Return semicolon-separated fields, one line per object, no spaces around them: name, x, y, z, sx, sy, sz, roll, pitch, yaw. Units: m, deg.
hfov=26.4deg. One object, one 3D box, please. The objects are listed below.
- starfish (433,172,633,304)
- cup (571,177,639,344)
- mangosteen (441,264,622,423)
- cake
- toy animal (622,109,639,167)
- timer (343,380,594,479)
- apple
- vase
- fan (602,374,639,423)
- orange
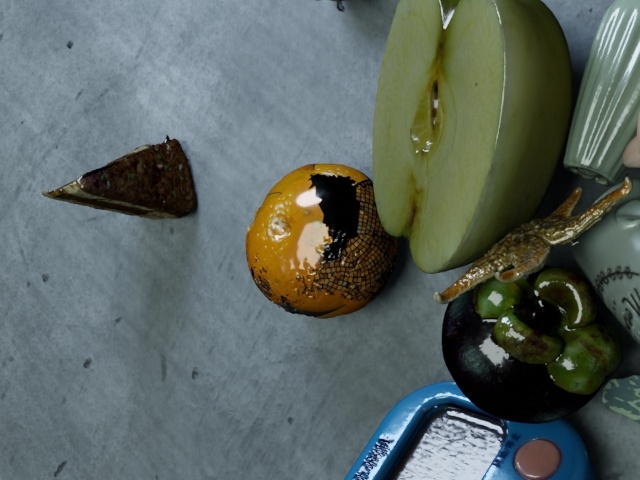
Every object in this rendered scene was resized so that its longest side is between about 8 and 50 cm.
starfish;0.252;0.009;1.614;0.050;0.247;0.138;54;165;-7
cup;0.416;0.023;1.607;0.186;0.258;0.234;-39;56;-6
mangosteen;0.266;0.124;1.728;0.243;0.243;0.243;2;92;38
cake;-0.311;-0.067;2.186;0.112;0.246;0.135;-17;100;37
toy animal;0.480;-0.171;1.518;0.269;0.237;0.326;2;60;8
timer;0.178;0.353;1.790;0.309;0.115;0.340;16;59;36
apple;0.171;-0.153;1.752;0.311;0.320;0.360;15;107;23
vase;0.376;-0.187;1.668;0.128;0.128;0.248;22;84;36
fan;0.438;0.212;1.688;0.240;0.131;0.009;8;53;50
orange;0.000;0.000;1.981;0.234;0.182;0.234;-13;72;45
